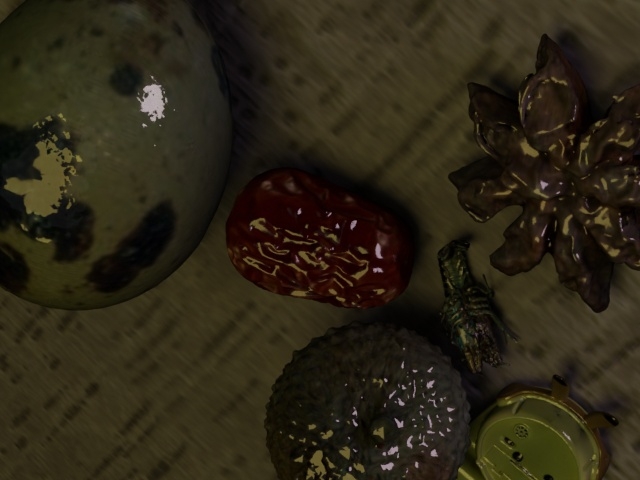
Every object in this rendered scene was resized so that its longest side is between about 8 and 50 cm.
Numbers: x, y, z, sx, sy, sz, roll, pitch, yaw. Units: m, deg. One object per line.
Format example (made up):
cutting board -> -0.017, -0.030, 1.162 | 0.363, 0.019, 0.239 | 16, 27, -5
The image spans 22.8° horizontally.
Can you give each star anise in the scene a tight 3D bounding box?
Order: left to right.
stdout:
star anise -> 0.278, -0.063, 1.745 | 0.331, 0.117, 0.332 | 16, 120, 30

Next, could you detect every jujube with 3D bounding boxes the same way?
jujube -> 0.000, 0.000, 1.931 | 0.230, 0.155, 0.155 | 15, 122, 17

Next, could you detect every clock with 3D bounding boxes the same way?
clock -> 0.269, 0.252, 1.946 | 0.170, 0.069, 0.232 | 39, 128, 8

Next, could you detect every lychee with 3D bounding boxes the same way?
lychee -> 0.056, 0.225, 1.942 | 0.255, 0.255, 0.274 | 48, 165, 1

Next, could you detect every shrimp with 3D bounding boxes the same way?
shrimp -> 0.184, 0.077, 1.924 | 0.082, 0.076, 0.174 | -18, 103, -5

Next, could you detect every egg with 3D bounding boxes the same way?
egg -> -0.272, -0.119, 1.909 | 0.345, 0.345, 0.428 | 34, 112, 12
